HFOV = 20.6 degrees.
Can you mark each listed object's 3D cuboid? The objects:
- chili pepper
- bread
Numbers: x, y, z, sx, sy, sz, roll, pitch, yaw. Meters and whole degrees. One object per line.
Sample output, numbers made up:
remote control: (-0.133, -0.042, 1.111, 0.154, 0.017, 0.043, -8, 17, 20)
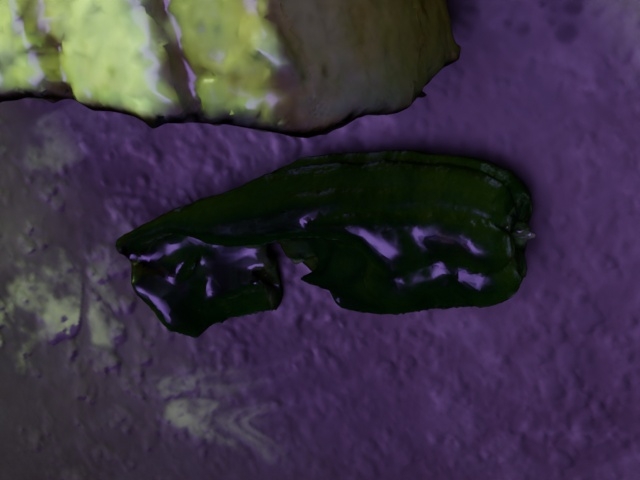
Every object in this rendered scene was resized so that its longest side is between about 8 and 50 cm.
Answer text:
chili pepper: (0.000, 0.001, 1.030, 0.253, 0.083, 0.099, -7, 114, 25)
bread: (-0.123, -0.216, 0.913, 0.395, 0.239, 0.264, 7, 109, 15)
